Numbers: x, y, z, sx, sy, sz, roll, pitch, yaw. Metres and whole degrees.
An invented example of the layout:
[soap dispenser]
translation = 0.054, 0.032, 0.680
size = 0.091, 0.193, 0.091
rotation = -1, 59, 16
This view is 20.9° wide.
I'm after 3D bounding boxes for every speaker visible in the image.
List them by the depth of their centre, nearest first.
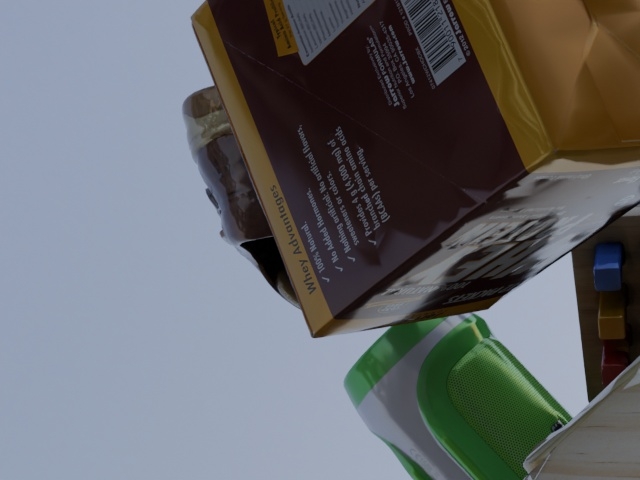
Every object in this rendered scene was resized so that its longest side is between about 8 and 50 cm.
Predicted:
[speaker]
translation = 0.155, 0.180, 1.320
size = 0.131, 0.296, 0.131
rotation = -42, -11, -10

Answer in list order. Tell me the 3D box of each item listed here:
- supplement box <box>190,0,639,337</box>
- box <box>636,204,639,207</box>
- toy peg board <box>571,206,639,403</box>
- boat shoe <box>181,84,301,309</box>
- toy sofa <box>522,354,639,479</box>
[supplement box]
translation = 0.062, -0.082, 0.864
size = 0.129, 0.191, 0.194
rotation = -7, -22, -40
[box]
translation = 0.446, -0.045, 1.673
size = 0.168, 0.345, 0.215
rotation = -15, -66, -50
[toy peg board]
translation = 0.261, 0.063, 1.217
size = 0.161, 0.079, 0.160
rotation = -3, -61, 13
[boat shoe]
translation = 0.000, 0.000, 1.145
size = 0.123, 0.123, 0.342
rotation = -13, -18, 9
[toy sofa]
translation = 0.203, 0.124, 0.642
size = 0.177, 0.362, 0.150
rotation = -42, -84, -16
